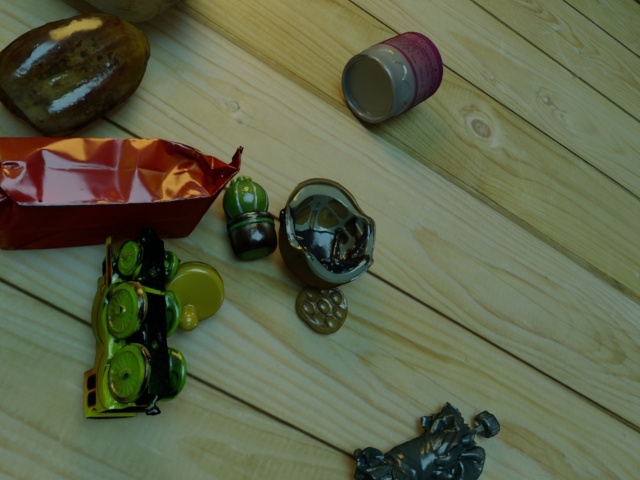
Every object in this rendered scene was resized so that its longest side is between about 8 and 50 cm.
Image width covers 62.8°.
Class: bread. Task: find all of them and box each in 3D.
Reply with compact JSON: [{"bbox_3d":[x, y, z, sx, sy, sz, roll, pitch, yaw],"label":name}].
[{"bbox_3d":[0.005,0.131,1.036,0.110,0.024,0.110,11,62,-22],"label":"bread"}]

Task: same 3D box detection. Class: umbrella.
[{"bbox_3d":[0.214,0.399,0.973,0.349,0.094,0.143,-12,77,-31],"label":"umbrella"}]

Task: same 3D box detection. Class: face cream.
[{"bbox_3d":[0.174,-0.395,1.271,0.195,0.175,0.175,-35,85,-34],"label":"face cream"}]

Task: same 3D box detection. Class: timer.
[{"bbox_3d":[-0.218,0.092,0.899,0.107,0.109,0.107,-4,109,-13],"label":"timer"}]

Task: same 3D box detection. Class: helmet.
[{"bbox_3d":[0.000,0.000,1.034,0.198,0.130,0.224,9,52,-26],"label":"helmet"}]

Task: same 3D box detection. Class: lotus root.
[{"bbox_3d":[-0.445,-0.310,0.952,0.193,0.193,0.291,43,59,-2],"label":"lotus root"}]

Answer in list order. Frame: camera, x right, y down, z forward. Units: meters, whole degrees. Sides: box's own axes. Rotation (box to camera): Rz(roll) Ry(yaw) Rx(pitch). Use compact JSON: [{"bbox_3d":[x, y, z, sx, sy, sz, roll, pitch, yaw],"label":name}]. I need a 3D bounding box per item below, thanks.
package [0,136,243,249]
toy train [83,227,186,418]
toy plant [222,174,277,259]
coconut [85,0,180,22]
[{"bbox_3d":[-0.345,-0.079,0.867,0.424,0.196,0.123,-5,74,-28],"label":"package"},{"bbox_3d":[-0.294,0.127,0.818,0.100,0.161,0.296,23,50,-51],"label":"toy train"},{"bbox_3d":[-0.139,-0.048,1.012,0.093,0.093,0.162,-4,69,-27],"label":"toy plant"},{"bbox_3d":[-0.371,-0.618,1.019,0.360,0.346,0.346,30,58,-1],"label":"coconut"}]
